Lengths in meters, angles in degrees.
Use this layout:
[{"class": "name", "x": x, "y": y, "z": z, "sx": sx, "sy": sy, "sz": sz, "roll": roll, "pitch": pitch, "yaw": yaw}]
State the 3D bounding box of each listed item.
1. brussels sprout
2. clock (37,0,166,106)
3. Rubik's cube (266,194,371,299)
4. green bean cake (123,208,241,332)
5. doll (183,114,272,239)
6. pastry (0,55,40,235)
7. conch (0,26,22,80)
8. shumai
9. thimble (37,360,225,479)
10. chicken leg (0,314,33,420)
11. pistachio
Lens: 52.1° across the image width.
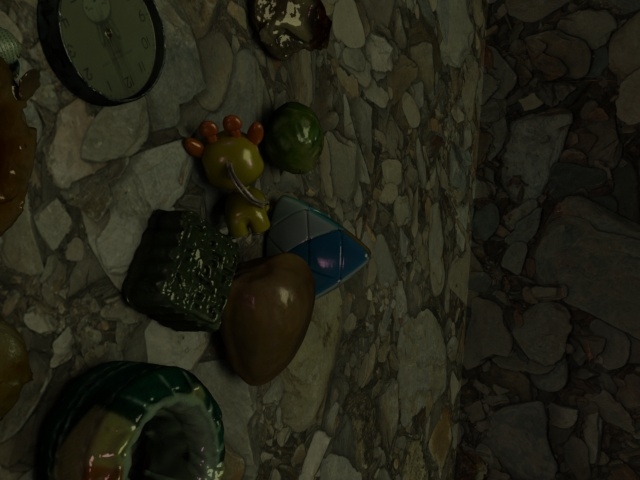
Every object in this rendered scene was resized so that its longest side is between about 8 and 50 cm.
[{"class": "brussels sprout", "x": -0.052, "y": -0.212, "z": 1.370, "sx": 0.155, "sy": 0.118, "sz": 0.155, "roll": 18, "pitch": 68, "yaw": -53}, {"class": "clock", "x": -0.319, "y": -0.310, "z": 0.981, "sx": 0.215, "sy": 0.042, "sz": 0.214, "roll": -7, "pitch": 98, "yaw": -60}, {"class": "Rubik's cube", "x": 0.000, "y": 0.000, "z": 1.378, "sx": 0.254, "sy": 0.255, "sz": 0.254, "roll": -6, "pitch": 97, "yaw": -59}, {"class": "green bean cake", "x": -0.225, "y": 0.055, "z": 1.113, "sx": 0.173, "sy": 0.094, "sz": 0.181, "roll": 45, "pitch": 53, "yaw": -50}, {"class": "doll", "x": -0.158, "y": -0.123, "z": 1.195, "sx": 0.135, "sy": 0.143, "sz": 0.220, "roll": -94, "pitch": 173, "yaw": -56}, {"class": "pastry", "x": -0.449, "y": -0.085, "z": 0.681, "sx": 0.330, "sy": 0.136, "sz": 0.329, "roll": -12, "pitch": 104, "yaw": -58}, {"class": "conch", "x": -0.413, "y": -0.226, "z": 0.813, "sx": 0.056, "sy": 0.085, "sz": 0.076, "roll": -125, "pitch": -156, "yaw": -60}, {"class": "shumai", "x": -0.049, "y": -0.468, "z": 1.356, "sx": 0.201, "sy": 0.120, "sz": 0.201, "roll": -16, "pitch": 109, "yaw": -60}, {"class": "thimble", "x": -0.270, "y": 0.326, "z": 0.984, "sx": 0.254, "sy": 0.167, "sz": 0.288, "roll": -52, "pitch": 134, "yaw": -43}, {"class": "chicken leg", "x": -0.490, "y": 0.138, "z": 0.645, "sx": 0.429, "sy": 0.153, "sz": 0.201, "roll": 15, "pitch": 67, "yaw": -52}, {"class": "pistachio", "x": -0.098, "y": 0.152, "z": 1.273, "sx": 0.213, "sy": 0.163, "sz": 0.260, "roll": -15, "pitch": 121, "yaw": -23}]
